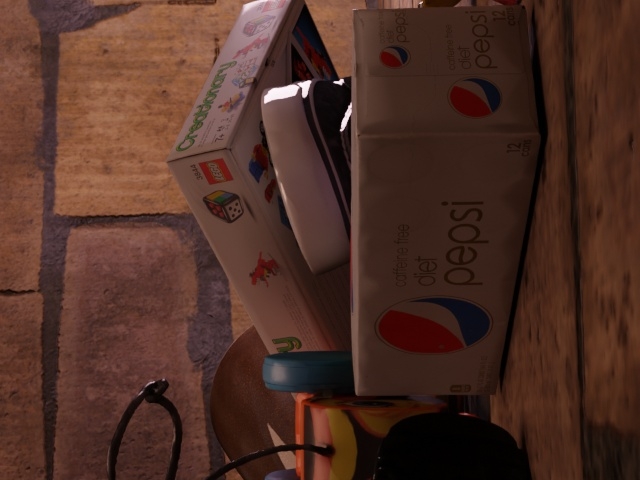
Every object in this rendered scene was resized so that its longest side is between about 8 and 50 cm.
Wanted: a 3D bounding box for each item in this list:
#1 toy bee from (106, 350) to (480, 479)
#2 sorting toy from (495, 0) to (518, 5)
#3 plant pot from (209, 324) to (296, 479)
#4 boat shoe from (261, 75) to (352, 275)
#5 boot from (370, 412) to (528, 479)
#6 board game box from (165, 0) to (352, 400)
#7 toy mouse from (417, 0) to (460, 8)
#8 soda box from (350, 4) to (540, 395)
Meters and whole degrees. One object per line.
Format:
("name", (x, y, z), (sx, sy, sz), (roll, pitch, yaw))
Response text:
("toy bee", (0.035, 0.128, 0.829), (0.298, 0.162, 0.195), (-41, -53, -56))
("sorting toy", (0.021, -0.180, 0.489), (0.365, 0.126, 0.127), (78, -169, -81))
("plant pot", (0.017, 0.204, 1.367), (0.230, 0.215, 0.215), (-122, 28, -64))
("boat shoe", (0.037, -0.056, 0.855), (0.301, 0.102, 0.108), (-43, -63, -78))
("boot", (0.041, 0.223, 0.585), (0.246, 0.094, 0.207), (-77, -9, -57))
("board game box", (0.000, 0.000, 1.026), (0.193, 0.053, 0.305), (-71, -37, -48))
("toy mouse", (0.072, -0.208, 0.826), (0.161, 0.031, 0.143), (84, -175, -82))
("soda box", (0.050, -0.008, 0.637), (0.216, 0.073, 0.069), (88, -179, -56))
